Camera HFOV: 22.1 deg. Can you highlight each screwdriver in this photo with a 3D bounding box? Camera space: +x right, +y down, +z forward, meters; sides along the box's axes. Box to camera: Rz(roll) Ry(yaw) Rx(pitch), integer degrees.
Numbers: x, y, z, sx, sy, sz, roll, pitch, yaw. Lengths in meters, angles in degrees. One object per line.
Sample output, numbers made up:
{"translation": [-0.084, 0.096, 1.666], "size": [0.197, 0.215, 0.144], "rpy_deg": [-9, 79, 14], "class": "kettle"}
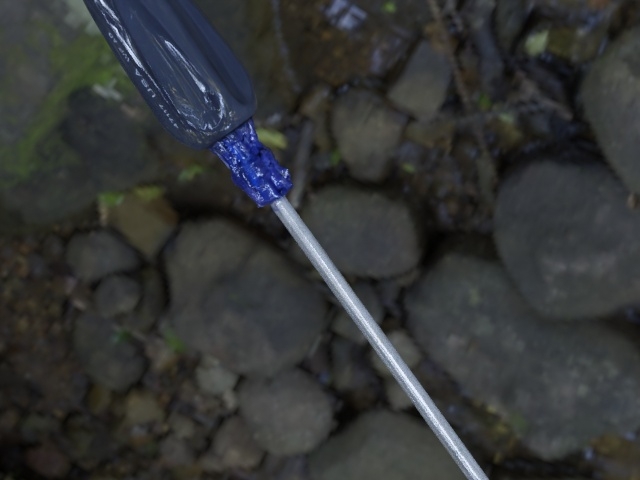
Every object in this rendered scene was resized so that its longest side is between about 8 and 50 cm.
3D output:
{"translation": [0.000, 0.000, 0.390], "size": [0.025, 0.024, 0.170], "rpy_deg": [-33, 99, 40], "class": "screwdriver"}
